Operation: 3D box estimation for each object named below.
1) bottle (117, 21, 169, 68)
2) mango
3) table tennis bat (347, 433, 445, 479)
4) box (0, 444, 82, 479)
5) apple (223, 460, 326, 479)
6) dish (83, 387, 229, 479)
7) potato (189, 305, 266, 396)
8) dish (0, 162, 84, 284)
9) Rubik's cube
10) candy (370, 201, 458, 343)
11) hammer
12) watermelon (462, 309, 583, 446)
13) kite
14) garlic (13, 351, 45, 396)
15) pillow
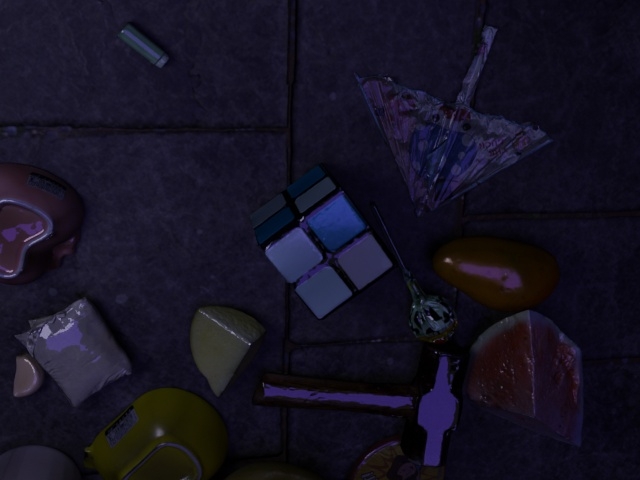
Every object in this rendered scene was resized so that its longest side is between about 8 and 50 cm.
[{"bbox_3d":[-0.280,-0.310,1.178,0.083,0.030,0.030,37,99,-21],"label":"bottle"},{"bbox_3d":[0.327,0.062,1.387,0.254,0.113,0.138,10,106,-12],"label":"mango"},{"bbox_3d":[0.128,0.530,1.557,0.310,0.038,0.200,-44,110,2],"label":"table tennis bat"},{"bbox_3d":[-0.515,0.513,1.327,0.263,0.206,0.291,-19,113,-3],"label":"box"},{"bbox_3d":[-0.092,0.560,1.416,0.295,0.233,0.257,3,123,-12],"label":"apple"},{"bbox_3d":[-0.303,0.413,1.387,0.263,0.108,0.221,-34,111,1],"label":"dish"},{"bbox_3d":[-0.183,0.191,1.367,0.120,0.081,0.149,36,119,10],"label":"potato"},{"bbox_3d":[-0.495,-0.016,1.205,0.214,0.090,0.213,-3,109,-10],"label":"dish"},{"bbox_3d":[0.000,-0.001,1.263,0.167,0.183,0.180,-37,110,1],"label":"Rubik's cube"},{"bbox_3d":[0.169,0.059,1.385,0.091,0.083,0.305,-26,104,0],"label":"candy"},{"bbox_3d":[0.074,0.299,1.440,0.409,0.095,0.242,7,101,-6],"label":"hammer"},{"bbox_3d":[0.405,0.264,1.447,0.256,0.176,0.259,7,88,0],"label":"watermelon"},{"bbox_3d":[0.237,-0.206,1.328,0.406,0.014,0.368,14,106,-16],"label":"kite"},{"bbox_3d":[-0.519,0.241,1.321,0.053,0.041,0.083,5,100,1],"label":"garlic"},{"bbox_3d":[-0.423,0.198,1.303,0.134,0.078,0.181,-27,113,-1],"label":"pillow"}]
